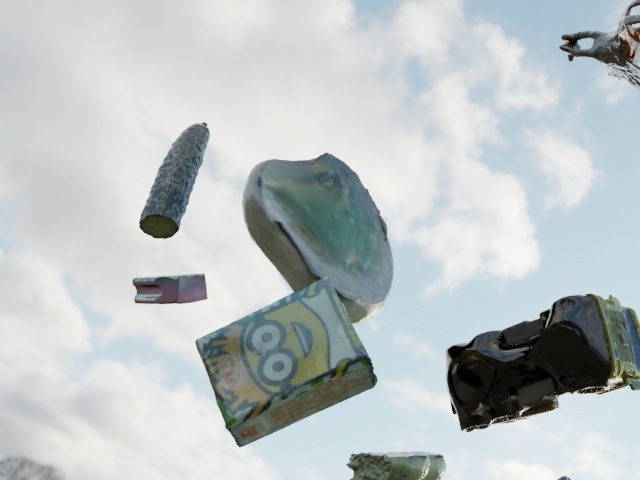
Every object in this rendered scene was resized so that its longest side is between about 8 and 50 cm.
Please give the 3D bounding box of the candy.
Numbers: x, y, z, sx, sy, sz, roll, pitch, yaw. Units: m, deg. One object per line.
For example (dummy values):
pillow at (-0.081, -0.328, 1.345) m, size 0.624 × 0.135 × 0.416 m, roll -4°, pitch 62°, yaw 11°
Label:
candy at (0.000, 0.000, 2.102) m, size 0.186 × 0.386 × 0.427 m, roll -38°, pitch -99°, yaw 37°

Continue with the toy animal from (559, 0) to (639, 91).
toy animal at (0.521, -0.325, 1.559) m, size 0.302 × 0.225 × 0.284 m, roll 17°, pitch -8°, yaw 46°

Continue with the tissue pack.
tissue pack at (-0.070, 0.243, 1.837) m, size 0.128 × 0.310 × 0.228 m, roll 70°, pitch -6°, yaw -51°

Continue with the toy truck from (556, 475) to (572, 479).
toy truck at (0.680, 0.775, 2.543) m, size 0.165 × 0.147 × 0.224 m, roll 48°, pitch 15°, yaw -4°

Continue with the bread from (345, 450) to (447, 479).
bread at (0.122, 0.396, 1.583) m, size 0.172 × 0.064 × 0.232 m, roll -4°, pitch -14°, yaw 19°

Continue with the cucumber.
cucumber at (-0.230, -0.115, 1.497) m, size 0.067 × 0.293 × 0.068 m, roll 4°, pitch -49°, yaw 5°

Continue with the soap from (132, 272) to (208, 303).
soap at (-0.288, 0.094, 1.783) m, size 0.100 × 0.056 × 0.149 m, roll -7°, pitch 2°, yaw -39°

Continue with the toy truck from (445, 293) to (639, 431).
toy truck at (0.432, 0.246, 1.764) m, size 0.254 × 0.181 × 0.405 m, roll 8°, pitch -28°, yaw -38°
